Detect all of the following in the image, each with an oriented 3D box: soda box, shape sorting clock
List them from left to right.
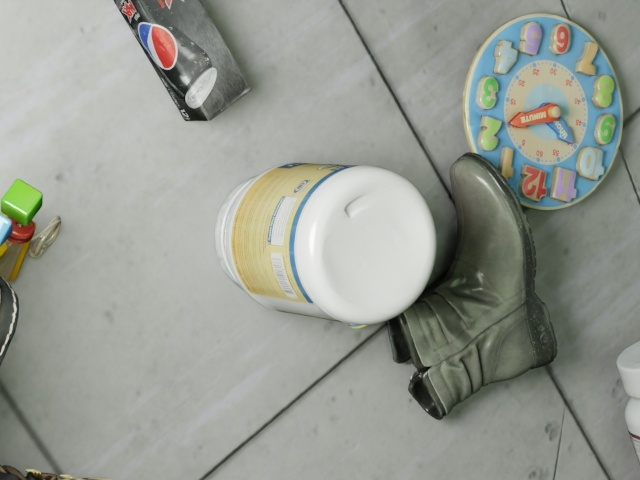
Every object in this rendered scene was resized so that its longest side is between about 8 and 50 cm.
[{"bbox_3d":[-0.135,-0.194,1.812,0.060,0.053,0.169,-39,110,-23],"label":"soda box"},{"bbox_3d":[0.236,-0.134,2.038,0.206,0.040,0.206,-2,94,-30],"label":"shape sorting clock"}]

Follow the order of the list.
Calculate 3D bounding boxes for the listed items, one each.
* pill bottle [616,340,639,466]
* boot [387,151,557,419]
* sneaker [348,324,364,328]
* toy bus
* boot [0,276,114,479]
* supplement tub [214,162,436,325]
[{"bbox_3d":[0.399,0.216,2.106,0.121,0.121,0.221,-27,105,-26],"label":"pill bottle"},{"bbox_3d":[0.138,0.048,1.973,0.161,0.083,0.246,-22,102,-21],"label":"boot"},{"bbox_3d":[0.056,0.015,1.936,0.059,0.053,0.144,39,73,-24],"label":"sneaker"},{"bbox_3d":[-0.326,0.021,1.682,0.104,0.202,0.191,32,83,4],"label":"toy bus"},{"bbox_3d":[-0.284,0.197,1.625,0.284,0.138,0.377,19,109,-40],"label":"boot"},{"bbox_3d":[0.000,0.000,1.817,0.144,0.199,0.144,-2,94,-30],"label":"supplement tub"}]
